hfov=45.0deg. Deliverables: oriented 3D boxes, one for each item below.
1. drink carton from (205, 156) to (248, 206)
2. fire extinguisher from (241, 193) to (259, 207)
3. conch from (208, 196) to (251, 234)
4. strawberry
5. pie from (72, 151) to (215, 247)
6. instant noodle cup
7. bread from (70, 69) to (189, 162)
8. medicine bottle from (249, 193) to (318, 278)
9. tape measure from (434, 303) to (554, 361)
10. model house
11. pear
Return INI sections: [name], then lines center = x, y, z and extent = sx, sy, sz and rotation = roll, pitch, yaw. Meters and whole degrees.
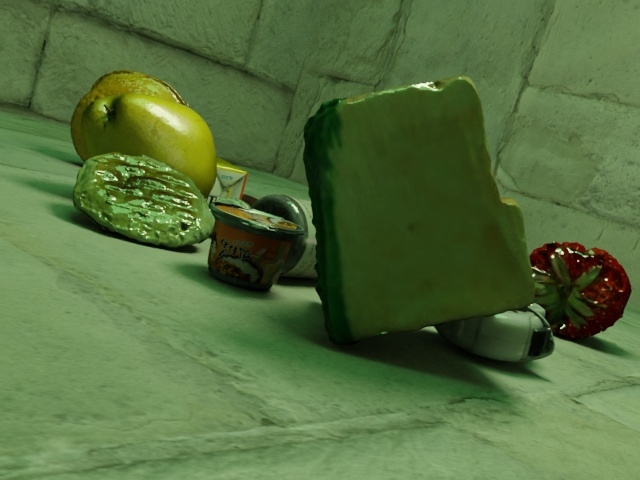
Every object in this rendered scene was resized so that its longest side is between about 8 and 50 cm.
[drink carton]
center = -0.323, -0.163, 2.165
extent = 0.111, 0.154, 0.351
rotation = 13, 8, -26
[fire extinguisher]
center = -0.188, -0.078, 2.202
extent = 0.267, 0.072, 0.089
rotation = 23, 46, 38
[conch]
center = -0.196, -0.042, 1.806
extent = 0.135, 0.102, 0.153
rotation = 38, 16, 29
[strawberry]
center = 0.625, 0.122, 1.909
extent = 0.261, 0.261, 0.257
rotation = 20, 15, 23
[pie]
center = -0.360, -0.087, 1.571
extent = 0.306, 0.071, 0.306
rotation = 17, 28, -10
[instant noodle cup]
center = -0.131, 0.014, 1.397
extent = 0.177, 0.125, 0.208
rotation = 18, 7, 7
[bread]
center = -0.566, -0.326, 2.330
extent = 0.358, 0.337, 0.204
rotation = 16, 31, 8
[medicine bottle]
center = -0.021, -0.003, 1.612
extent = 0.165, 0.165, 0.273
rotation = 22, 10, 37
[tape measure]
center = 0.310, 0.153, 1.404
extent = 0.236, 0.120, 0.197
rotation = 12, 10, -7
[model house]
center = 0.127, -0.058, 1.288
extent = 0.334, 0.382, 0.342
rotation = -11, 7, -5
[pear]
center = -0.400, -0.199, 1.807
extent = 0.336, 0.285, 0.285
rotation = 10, 10, -44
